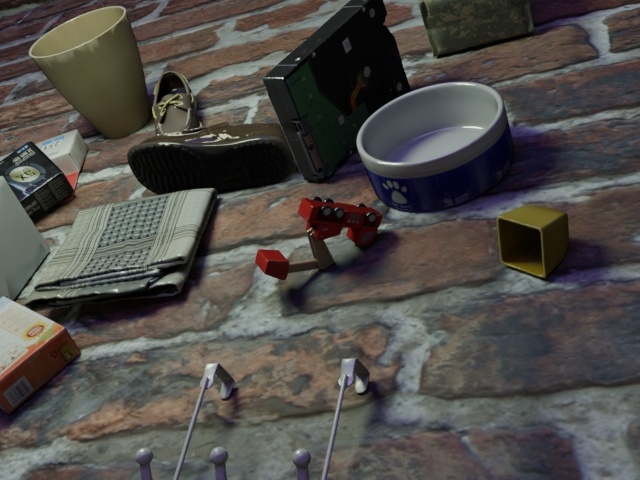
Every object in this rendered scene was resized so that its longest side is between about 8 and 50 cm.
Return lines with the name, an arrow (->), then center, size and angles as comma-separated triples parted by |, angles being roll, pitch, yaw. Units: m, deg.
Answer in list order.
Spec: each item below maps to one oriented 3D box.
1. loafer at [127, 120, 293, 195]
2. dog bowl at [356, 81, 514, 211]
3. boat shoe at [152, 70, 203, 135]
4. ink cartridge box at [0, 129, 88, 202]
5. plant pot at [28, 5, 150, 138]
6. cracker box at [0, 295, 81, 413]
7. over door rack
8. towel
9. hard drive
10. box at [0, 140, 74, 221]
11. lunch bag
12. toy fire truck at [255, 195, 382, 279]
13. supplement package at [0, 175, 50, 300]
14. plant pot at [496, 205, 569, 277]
loafer -> -0.220, -0.174, 1.732 | 0.365, 0.134, 0.130 | -1, 34, 15
dog bowl -> 0.203, -0.169, 1.477 | 0.264, 0.104, 0.265 | -16, 34, 11
boat shoe -> -0.351, -0.310, 2.010 | 0.116, 0.097, 0.324 | -20, 33, 4
ink cartridge box -> -0.729, -0.144, 2.032 | 0.296, 0.066, 0.261 | -19, 33, 6
plant pot -> -0.546, -0.402, 2.094 | 0.256, 0.274, 0.257 | -15, 34, 10
cracker box -> -0.547, 0.192, 1.451 | 0.232, 0.067, 0.155 | 15, 48, 42
over door rack -> -0.096, 0.262, 1.050 | 0.239, 0.108, 0.324 | -5, 37, 23
towel -> -0.371, 0.006, 1.586 | 0.312, 0.056, 0.324 | -7, 34, 11
hard drive -> 0.042, -0.306, 1.645 | 0.064, 0.237, 0.339 | 8, 45, 39
box -> -0.684, -0.119, 1.907 | 0.180, 0.078, 0.147 | -40, 59, -17
lunch bag -> 0.351, -0.567, 1.890 | 0.235, 0.169, 0.287 | -10, 40, 19
toy fire truck -> 0.000, 0.000, 1.367 | 0.192, 0.135, 0.047 | 7, 20, -30
supplement package -> -0.739, 0.021, 1.684 | 0.262, 0.199, 0.198 | -8, 36, 22
plant pot -> 0.316, -0.008, 1.212 | 0.083, 0.082, 0.081 | -30, 32, -30
